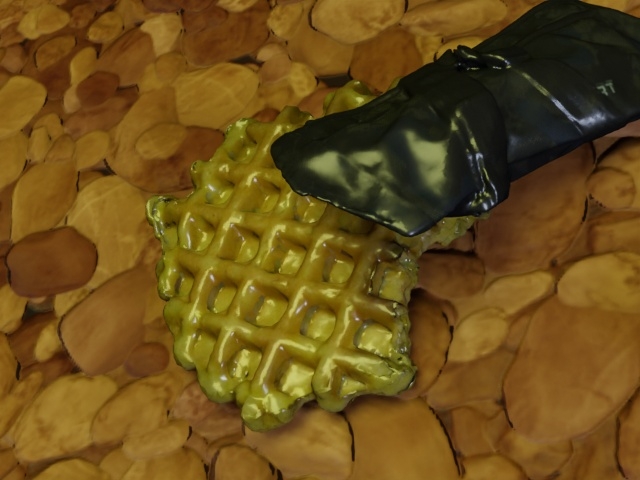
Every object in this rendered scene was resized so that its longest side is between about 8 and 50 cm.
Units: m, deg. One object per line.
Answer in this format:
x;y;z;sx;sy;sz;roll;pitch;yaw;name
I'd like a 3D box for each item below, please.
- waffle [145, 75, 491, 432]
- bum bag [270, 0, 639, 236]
-0.001;-0.001;0.838;0.291;0.051;0.291;-13;54;18;waffle
0.117;-0.088;0.788;0.310;0.074;0.137;-29;51;-20;bum bag
